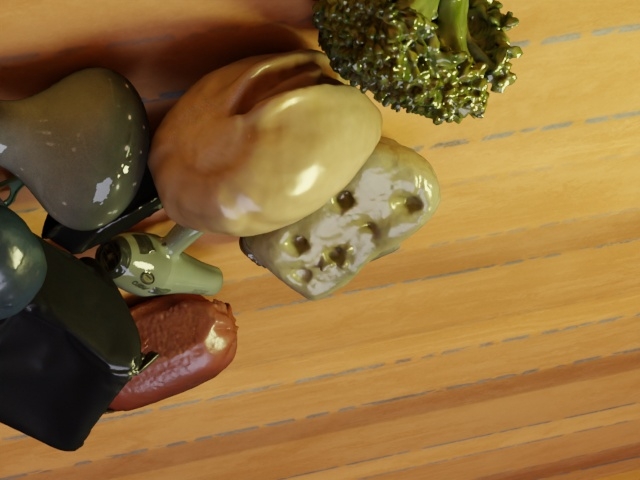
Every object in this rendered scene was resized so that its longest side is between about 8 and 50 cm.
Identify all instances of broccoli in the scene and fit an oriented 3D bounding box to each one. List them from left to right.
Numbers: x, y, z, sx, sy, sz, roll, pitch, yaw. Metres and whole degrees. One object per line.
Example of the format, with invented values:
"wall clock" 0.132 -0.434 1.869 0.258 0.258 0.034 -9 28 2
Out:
"broccoli" 0.131 -0.230 1.723 0.273 0.180 0.242 -31 151 27

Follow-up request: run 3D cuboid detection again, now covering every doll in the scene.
"doll" -0.452 0.012 1.841 0.259 0.154 0.228 -2 152 1

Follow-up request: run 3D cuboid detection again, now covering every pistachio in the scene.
"pistachio" -0.054 -0.111 1.799 0.318 0.193 0.214 -22 150 -44

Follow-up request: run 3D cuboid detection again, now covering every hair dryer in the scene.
"hair dryer" -0.154 0.005 2.159 0.267 0.092 0.229 -28 155 7

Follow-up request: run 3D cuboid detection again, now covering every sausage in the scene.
"sausage" -0.254 0.166 2.338 0.280 0.152 0.152 -21 155 9

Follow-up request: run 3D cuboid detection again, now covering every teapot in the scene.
"teapot" -0.321 -0.113 1.716 0.251 0.183 0.183 10 146 -23

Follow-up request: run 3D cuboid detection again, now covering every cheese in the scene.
"cheese" 0.034 -0.032 2.100 0.263 0.093 0.159 -38 117 22

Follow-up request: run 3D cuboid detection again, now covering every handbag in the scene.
"handbag" -0.367 0.124 2.100 0.275 0.177 0.302 25 140 -10

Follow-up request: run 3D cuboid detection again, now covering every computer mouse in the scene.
"computer mouse" -0.214 -0.077 1.920 0.295 0.087 0.168 -29 179 -20

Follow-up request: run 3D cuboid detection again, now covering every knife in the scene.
"knife" -0.330 -0.084 1.918 0.166 0.022 0.078 -24 167 0

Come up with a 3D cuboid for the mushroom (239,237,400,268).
"mushroom" 0.000 0.000 2.222 0.225 0.093 0.116 -12 176 -22
